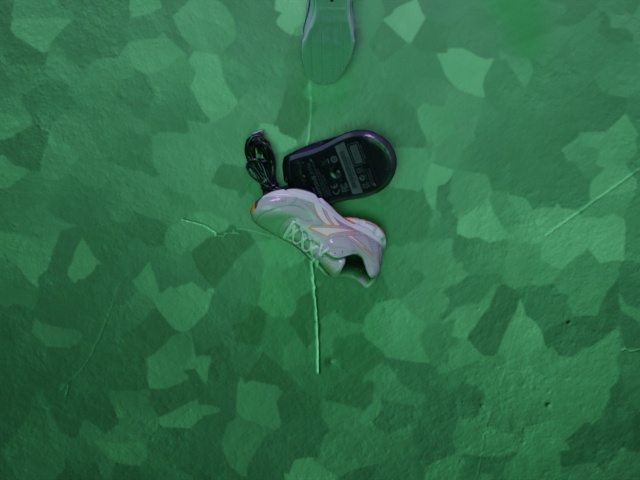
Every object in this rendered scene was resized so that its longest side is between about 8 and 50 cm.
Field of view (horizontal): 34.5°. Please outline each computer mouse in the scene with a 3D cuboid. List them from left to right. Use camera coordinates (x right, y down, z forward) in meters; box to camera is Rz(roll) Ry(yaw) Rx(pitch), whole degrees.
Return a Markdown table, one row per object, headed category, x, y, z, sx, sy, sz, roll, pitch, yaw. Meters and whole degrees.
| category | x | y | z | sx | sy | sz | roll | pitch | yaw |
| --- | --- | --- | --- | --- | --- | --- | --- | --- | --- |
| computer mouse | 0.010 | -0.130 | 1.849 | 0.272 | 0.072 | 0.188 | -12 | 103 | 19 |

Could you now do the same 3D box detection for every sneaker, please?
| category | x | y | z | sx | sy | sz | roll | pitch | yaw |
| --- | --- | --- | --- | --- | --- | --- | --- | --- | --- |
| sneaker | 0.000 | 0.000 | 1.803 | 0.263 | 0.121 | 0.099 | 19 | 135 | -17 |
| sneaker | 0.018 | -0.395 | 1.771 | 0.094 | 0.091 | 0.258 | 6 | 129 | -3 |
